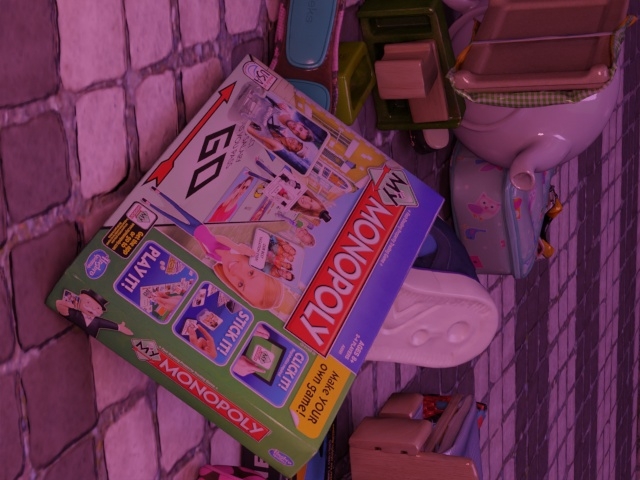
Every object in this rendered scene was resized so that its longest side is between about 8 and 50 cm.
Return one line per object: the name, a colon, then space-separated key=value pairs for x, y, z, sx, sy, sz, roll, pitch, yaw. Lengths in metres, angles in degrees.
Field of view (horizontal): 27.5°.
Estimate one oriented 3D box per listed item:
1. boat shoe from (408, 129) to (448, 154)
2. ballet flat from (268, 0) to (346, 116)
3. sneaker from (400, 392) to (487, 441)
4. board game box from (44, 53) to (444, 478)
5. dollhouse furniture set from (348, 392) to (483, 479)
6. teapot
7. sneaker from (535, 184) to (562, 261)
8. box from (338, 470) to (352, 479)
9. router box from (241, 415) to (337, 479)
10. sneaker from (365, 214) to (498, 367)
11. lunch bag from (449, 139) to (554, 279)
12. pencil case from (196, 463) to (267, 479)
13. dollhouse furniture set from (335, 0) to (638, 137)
boat shoe: x=0.125 y=-0.170 z=1.587 sx=0.049 sy=0.042 sz=0.133 roll=4 pitch=75 yaw=-32
ballet flat: x=-0.019 y=-0.143 z=1.207 sx=0.079 sy=0.077 sz=0.221 roll=87 pitch=12 yaw=-75
sneaker: x=0.152 y=0.260 z=1.644 sx=0.262 sy=0.104 sz=0.125 roll=17 pitch=80 yaw=-67
board game box: x=-0.041 y=0.004 z=1.013 sx=0.046 sy=0.213 sz=0.317 roll=-50 pitch=-174 yaw=42
dollhouse furniture set: x=0.184 y=0.264 z=1.362 sx=0.303 sy=0.198 sz=0.286 roll=-45 pitch=135 yaw=-58
teapot: x=0.231 y=-0.212 z=1.621 sx=0.187 sy=0.256 sz=0.252 roll=5 pitch=106 yaw=-47
sneaker: x=0.338 y=-0.074 z=2.052 sx=0.088 sy=0.093 sz=0.225 roll=16 pitch=79 yaw=-68
box: x=0.055 y=0.408 z=1.451 sx=0.169 sy=0.087 sz=0.289 roll=-10 pitch=103 yaw=-67
router box: x=-0.028 y=0.167 z=1.259 sx=0.133 sy=0.046 sz=0.178 roll=-12 pitch=104 yaw=-66
sneaker: x=0.001 y=0.000 z=1.235 sx=0.323 sy=0.236 sz=0.130 roll=15 pitch=116 yaw=-32
lunch bag: x=0.268 y=-0.096 z=1.855 sx=0.224 sy=0.108 sz=0.279 roll=71 pitch=32 yaw=-44
pencil case: x=-0.076 y=0.295 z=1.097 sx=0.095 sy=0.098 sz=0.209 roll=41 pitch=55 yaw=-63
dollhouse furniture set: x=0.171 y=-0.151 z=1.350 sx=0.197 sy=0.302 sz=0.151 roll=-63 pitch=146 yaw=-49
